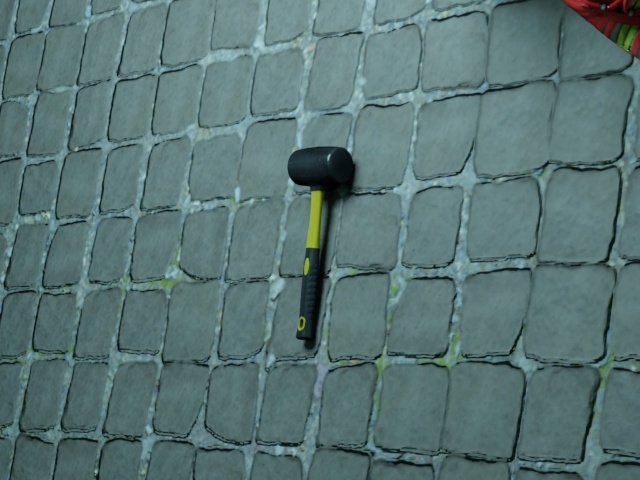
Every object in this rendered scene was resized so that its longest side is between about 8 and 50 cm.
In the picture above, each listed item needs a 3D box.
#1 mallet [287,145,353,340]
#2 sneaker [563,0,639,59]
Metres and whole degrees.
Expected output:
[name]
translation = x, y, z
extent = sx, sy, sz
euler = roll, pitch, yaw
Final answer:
[mallet]
translation = 0.000, 0.000, 1.633
extent = 0.062, 0.039, 0.190
euler = -12, 73, 42
[sneaker]
translation = 0.257, -0.187, 1.348
extent = 0.279, 0.118, 0.107
euler = 38, 106, 47
